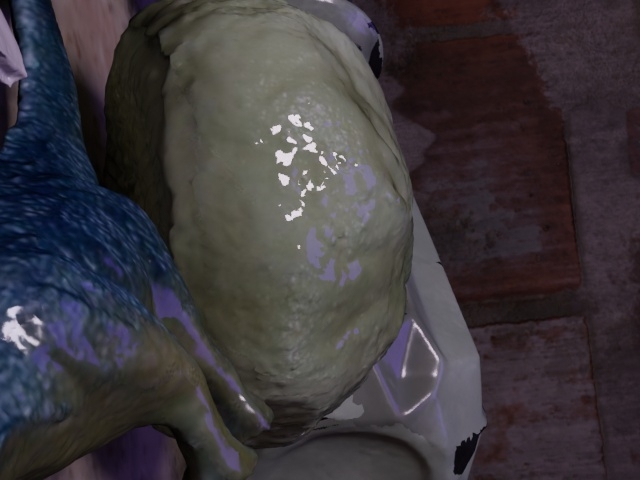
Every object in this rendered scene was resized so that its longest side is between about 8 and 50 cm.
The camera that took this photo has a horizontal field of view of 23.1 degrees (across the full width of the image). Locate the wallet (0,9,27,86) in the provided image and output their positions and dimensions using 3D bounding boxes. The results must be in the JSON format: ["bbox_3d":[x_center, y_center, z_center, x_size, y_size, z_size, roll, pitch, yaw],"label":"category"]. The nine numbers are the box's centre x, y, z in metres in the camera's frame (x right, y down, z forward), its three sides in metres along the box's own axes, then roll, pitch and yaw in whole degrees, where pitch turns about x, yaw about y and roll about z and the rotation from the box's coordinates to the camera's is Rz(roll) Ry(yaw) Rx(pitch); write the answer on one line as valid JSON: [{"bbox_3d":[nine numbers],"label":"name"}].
[{"bbox_3d":[-0.110,-0.084,0.448,0.083,0.011,0.044,62,3,13],"label":"wallet"}]

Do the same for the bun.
[{"bbox_3d":[-0.023,-0.010,0.634,0.195,0.118,0.195,176,-90,-78],"label":"bun"}]

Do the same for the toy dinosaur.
[{"bbox_3d":[-0.082,0.031,0.455,0.147,0.076,0.363,59,15,-25],"label":"toy dinosaur"}]

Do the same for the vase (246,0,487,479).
[{"bbox_3d":[0.000,0.000,0.924,0.360,0.165,0.165,-96,175,-45],"label":"vase"}]
